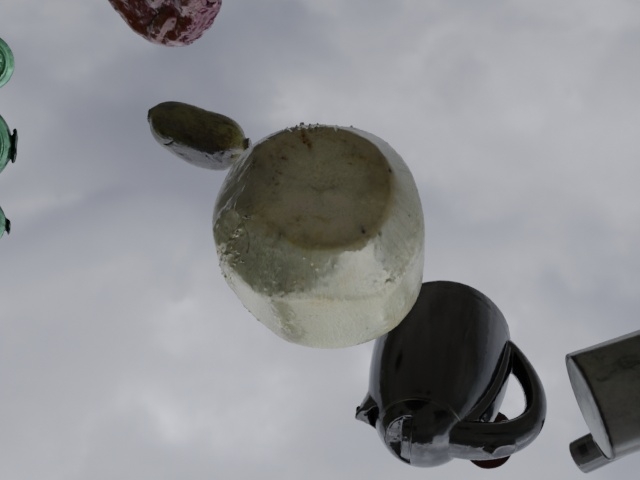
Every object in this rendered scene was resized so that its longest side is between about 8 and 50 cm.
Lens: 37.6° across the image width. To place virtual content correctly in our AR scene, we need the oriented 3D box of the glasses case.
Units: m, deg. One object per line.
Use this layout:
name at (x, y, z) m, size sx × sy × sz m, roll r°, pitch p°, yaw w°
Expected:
glasses case at (0.402, 0.118, 0.932) m, size 0.299 × 0.060 × 0.114 m, roll -17°, pitch -107°, yaw -5°

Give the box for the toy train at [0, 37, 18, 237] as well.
toy train at (-0.252, -0.068, 0.598) m, size 0.104 × 0.178 × 0.071 m, roll 0°, pitch -163°, yaw -27°

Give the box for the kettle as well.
kettle at (0.197, 0.216, 1.383) m, size 0.268 × 0.208 × 0.290 m, roll 4°, pitch -153°, yaw 12°

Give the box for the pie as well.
pie at (-0.143, -0.232, 0.782) m, size 0.154 × 0.155 × 0.036 m, roll 25°, pitch -132°, yaw 29°

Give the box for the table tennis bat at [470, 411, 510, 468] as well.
table tennis bat at (0.298, 0.330, 1.686) m, size 0.095 × 0.014 × 0.158 m, roll -6°, pitch -97°, yaw 17°

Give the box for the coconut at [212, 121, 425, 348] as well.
coconut at (0.000, 0.000, 1.083) m, size 0.244 × 0.247 × 0.245 m, roll -1°, pitch -119°, yaw 1°

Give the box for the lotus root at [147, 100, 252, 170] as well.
lotus root at (-0.190, -0.162, 1.472) m, size 0.179 × 0.089 × 0.080 m, roll 19°, pitch -152°, yaw 0°

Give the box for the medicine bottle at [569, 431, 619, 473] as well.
medicine bottle at (0.490, 0.303, 1.478) m, size 0.199 × 0.057 × 0.058 m, roll -35°, pitch -149°, yaw 26°
